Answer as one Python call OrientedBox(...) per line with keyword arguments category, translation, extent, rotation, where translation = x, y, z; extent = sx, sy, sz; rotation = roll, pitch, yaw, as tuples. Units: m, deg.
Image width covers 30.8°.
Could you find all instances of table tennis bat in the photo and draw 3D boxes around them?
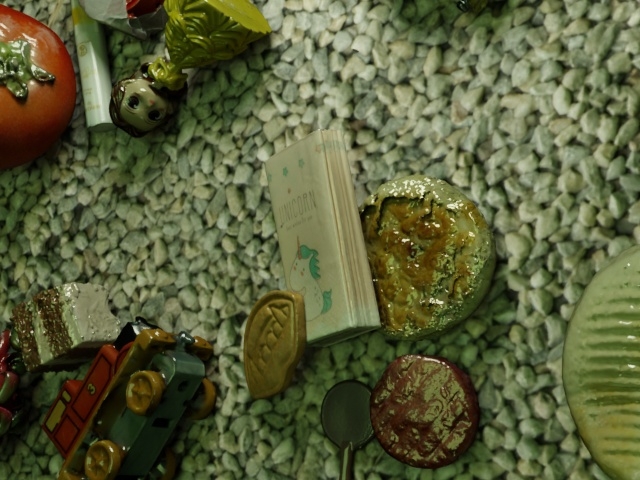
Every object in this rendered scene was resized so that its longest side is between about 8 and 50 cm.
OrientedBox(category="table tennis bat", translation=(0.022, 0.302, 1.828), extent=(0.107, 0.119, 0.170), rotation=(0, 82, 29))

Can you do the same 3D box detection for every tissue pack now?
OrientedBox(category="tissue pack", translation=(0.000, 0.000, 1.876), extent=(0.170, 0.071, 0.325), rotation=(-28, 68, 53))

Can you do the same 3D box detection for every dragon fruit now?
OrientedBox(category="dragon fruit", translation=(-0.646, 0.287, 2.151), extent=(0.218, 0.198, 0.273), rotation=(14, 92, 4))

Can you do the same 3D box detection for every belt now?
OrientedBox(category="belt", translation=(-0.346, -0.526, 2.135), extent=(0.227, 0.115, 0.324), rotation=(0, 82, 31))

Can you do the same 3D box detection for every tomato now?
OrientedBox(category="tomato", translation=(-0.627, -0.280, 2.167), extent=(0.321, 0.321, 0.321), rotation=(-4, 82, 29))

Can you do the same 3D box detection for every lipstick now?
OrientedBox(category="lipstick", translation=(-0.426, -0.333, 2.185), extent=(0.059, 0.059, 0.264), rotation=(-15, 78, 27))

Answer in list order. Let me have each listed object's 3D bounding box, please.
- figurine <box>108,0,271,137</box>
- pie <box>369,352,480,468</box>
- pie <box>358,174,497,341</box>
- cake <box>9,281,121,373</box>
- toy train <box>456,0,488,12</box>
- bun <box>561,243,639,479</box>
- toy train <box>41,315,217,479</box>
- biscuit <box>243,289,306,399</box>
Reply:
OrientedBox(category="figurine", translation=(-0.257, -0.307, 2.035), extent=(0.315, 0.187, 0.168), rotation=(-48, 55, 23))
OrientedBox(category="pie", translation=(0.159, 0.264, 1.796), extent=(0.182, 0.049, 0.182), rotation=(-3, 84, 27))
OrientedBox(category="pie", translation=(0.150, 0.025, 1.827), extent=(0.274, 0.055, 0.274), rotation=(-6, 78, 33))
OrientedBox(category="cake", translation=(-0.457, 0.155, 2.102), extent=(0.147, 0.134, 0.135), rotation=(-28, 73, 30))
OrientedBox(category="toy train", translation=(0.271, -0.444, 1.800), extent=(0.060, 0.081, 0.202), rotation=(42, 105, 25))
OrientedBox(category="bun", translation=(0.499, 0.172, 1.524), extent=(0.365, 0.219, 0.365), rotation=(-4, 85, 45))
OrientedBox(category="toy train", translation=(-0.342, 0.297, 2.011), extent=(0.231, 0.163, 0.369), rotation=(38, 103, 36))
OrientedBox(category="biscuit", translation=(-0.080, 0.168, 1.909), extent=(0.142, 0.029, 0.221), rotation=(54, 133, 38))
